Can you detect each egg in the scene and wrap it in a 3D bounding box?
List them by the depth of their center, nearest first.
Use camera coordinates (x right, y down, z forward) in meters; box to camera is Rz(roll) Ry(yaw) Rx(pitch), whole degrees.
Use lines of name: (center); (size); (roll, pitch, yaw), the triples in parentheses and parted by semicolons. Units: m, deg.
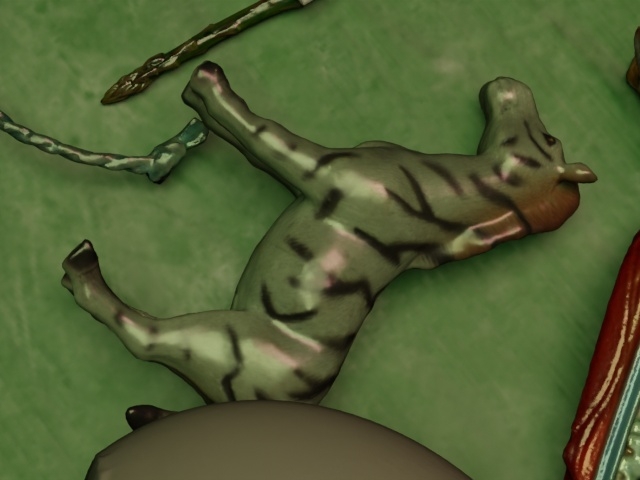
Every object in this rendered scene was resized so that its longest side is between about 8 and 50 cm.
egg: (-0.001, 0.162, 0.691); (0.231, 0.176, 0.176); (20, 79, -4)

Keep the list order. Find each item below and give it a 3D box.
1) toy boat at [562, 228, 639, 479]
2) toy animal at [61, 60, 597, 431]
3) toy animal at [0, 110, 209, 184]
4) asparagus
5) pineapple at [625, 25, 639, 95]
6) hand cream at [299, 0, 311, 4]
toy boat: (0.161, 0.059, 0.762); (0.058, 0.069, 0.173); (15, 79, 20)
toy animal: (-0.009, -0.016, 0.773); (0.255, 0.090, 0.170); (-38, 89, -3)
toy animal: (-0.180, -0.102, 0.812); (0.253, 0.070, 0.079); (40, 111, 9)
asparagus: (-0.042, -0.111, 0.835); (0.162, 0.016, 0.016); (-27, 97, -5)
pineapple: (0.244, -0.043, 0.747); (0.114, 0.186, 0.236); (-29, 35, -1)
hand cream: (0.062, -0.203, 0.844); (0.216, 0.052, 0.038); (-35, 120, -4)
